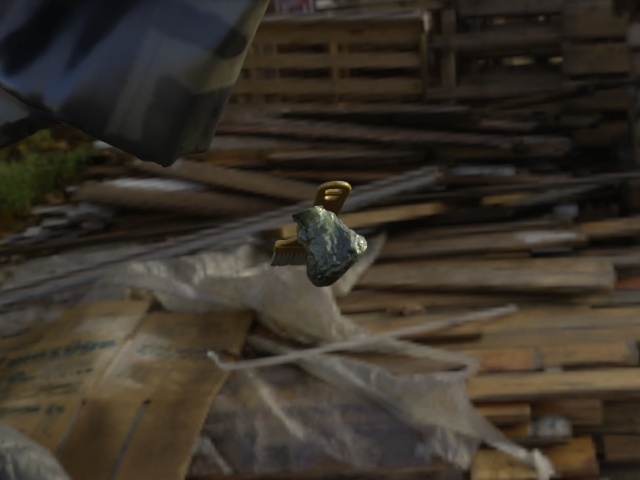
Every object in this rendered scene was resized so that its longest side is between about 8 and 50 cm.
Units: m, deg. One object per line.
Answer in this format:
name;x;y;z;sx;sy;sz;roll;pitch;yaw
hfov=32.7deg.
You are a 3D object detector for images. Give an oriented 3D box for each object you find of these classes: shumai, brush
shumai;0.000;0.000;1.188;0.083;0.080;0.082;-26;25;54
brush;-0.001;-0.018;1.407;0.103;0.013;0.272;-2;-21;-10

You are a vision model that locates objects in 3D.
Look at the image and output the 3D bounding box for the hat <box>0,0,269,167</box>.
hat;-0.217;-0.187;0.510;0.257;0.366;0.382;-50;30;-20
